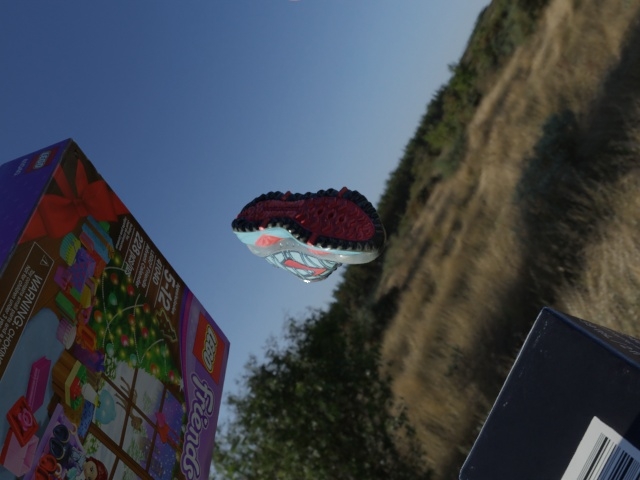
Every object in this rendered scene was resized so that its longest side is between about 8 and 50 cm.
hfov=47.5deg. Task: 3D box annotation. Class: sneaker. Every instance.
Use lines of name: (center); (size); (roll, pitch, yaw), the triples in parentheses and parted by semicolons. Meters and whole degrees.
sneaker: (0.000, 0.000, 0.994); (0.104, 0.261, 0.125); (-52, -53, -24)

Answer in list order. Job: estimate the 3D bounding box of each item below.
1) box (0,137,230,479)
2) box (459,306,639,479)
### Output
box: (-0.134, 0.110, 0.385); (0.293, 0.057, 0.201); (-87, -25, -48)
box: (0.319, 0.212, 0.542); (0.183, 0.294, 0.296); (-66, 24, 9)
